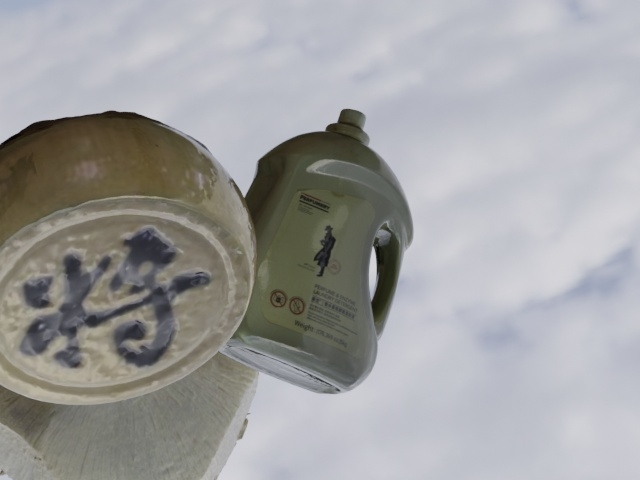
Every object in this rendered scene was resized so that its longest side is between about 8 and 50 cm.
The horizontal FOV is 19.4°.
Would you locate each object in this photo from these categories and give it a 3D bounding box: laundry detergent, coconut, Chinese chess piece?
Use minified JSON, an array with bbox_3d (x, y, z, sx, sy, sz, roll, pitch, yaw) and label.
[{"bbox_3d":[0.000,0.000,1.700,0.091,0.181,0.253,-16,-127,60],"label":"laundry detergent"},{"bbox_3d":[-0.232,0.140,2.063,0.346,0.346,0.360,-31,-177,-14],"label":"coconut"},{"bbox_3d":[-0.178,0.018,1.506,0.257,0.257,0.104,-24,-133,3],"label":"Chinese chess piece"}]
